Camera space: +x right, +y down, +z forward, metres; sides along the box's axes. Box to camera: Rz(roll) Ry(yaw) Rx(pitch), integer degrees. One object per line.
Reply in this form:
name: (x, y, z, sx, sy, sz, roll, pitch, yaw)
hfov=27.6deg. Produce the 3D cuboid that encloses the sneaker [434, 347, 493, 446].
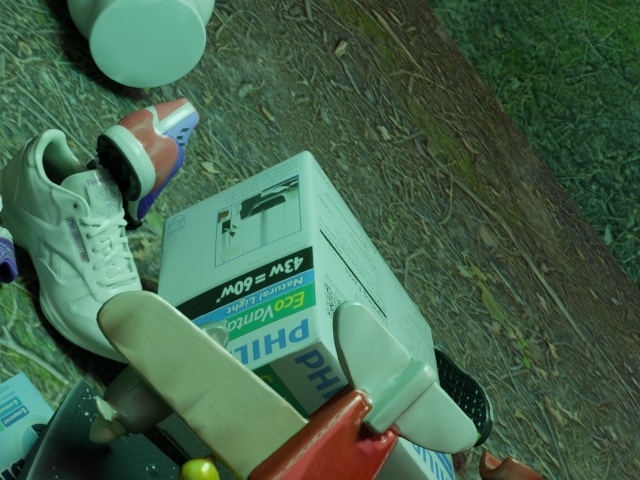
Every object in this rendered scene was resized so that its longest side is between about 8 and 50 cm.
sneaker: (0.227, 0.257, 2.090, 0.097, 0.084, 0.235, 48, 6, -35)

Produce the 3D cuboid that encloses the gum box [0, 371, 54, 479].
gum box: (-0.298, 0.237, 1.309, 0.184, 0.041, 0.157, 51, 25, 2)

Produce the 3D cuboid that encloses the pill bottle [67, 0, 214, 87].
pill bottle: (-0.288, -0.433, 2.049, 0.229, 0.229, 0.408, 31, 31, -37)

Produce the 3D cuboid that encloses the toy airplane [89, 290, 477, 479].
toy airplane: (-0.039, 0.244, 1.265, 0.384, 0.272, 0.386, 3, 72, -28)

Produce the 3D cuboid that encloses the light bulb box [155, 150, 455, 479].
light bulb box: (-0.016, 0.154, 1.593, 0.358, 0.225, 0.361, 54, 19, -33)

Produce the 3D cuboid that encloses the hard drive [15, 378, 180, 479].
hard drive: (-0.227, 0.271, 1.265, 0.172, 0.054, 0.255, 46, 27, -21)

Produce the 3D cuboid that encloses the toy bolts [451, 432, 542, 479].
toy bolts: (0.179, 0.357, 1.903, 0.228, 0.158, 0.218, 33, -13, -12)

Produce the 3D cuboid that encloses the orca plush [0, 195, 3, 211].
orca plush: (-0.491, -0.080, 1.423, 0.287, 0.102, 0.151, 6, 93, -44)

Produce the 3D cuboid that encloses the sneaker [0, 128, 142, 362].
sneaker: (-0.278, 0.007, 1.531, 0.305, 0.152, 0.114, 54, 36, 11)

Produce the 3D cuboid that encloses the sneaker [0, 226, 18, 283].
sneaker: (-0.392, 0.019, 1.433, 0.170, 0.068, 0.071, 4, 57, -59)

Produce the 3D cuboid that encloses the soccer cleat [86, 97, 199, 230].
soccer cleat: (-0.223, -0.095, 1.645, 0.109, 0.116, 0.318, 53, -17, 1)
